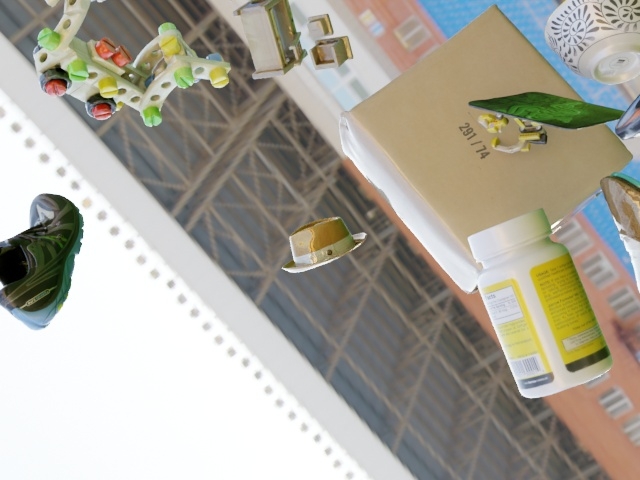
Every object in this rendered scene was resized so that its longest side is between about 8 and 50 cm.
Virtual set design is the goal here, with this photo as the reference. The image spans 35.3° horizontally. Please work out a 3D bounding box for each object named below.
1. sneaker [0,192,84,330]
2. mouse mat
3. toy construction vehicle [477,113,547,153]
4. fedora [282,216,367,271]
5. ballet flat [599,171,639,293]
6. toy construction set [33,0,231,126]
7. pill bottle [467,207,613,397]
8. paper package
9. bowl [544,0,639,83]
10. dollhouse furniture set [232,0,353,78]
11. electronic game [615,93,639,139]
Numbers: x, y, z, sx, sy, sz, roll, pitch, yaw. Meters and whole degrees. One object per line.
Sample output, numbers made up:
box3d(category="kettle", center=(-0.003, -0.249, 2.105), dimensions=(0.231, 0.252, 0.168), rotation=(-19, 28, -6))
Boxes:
box3d(category="sneaker", center=(-0.293, 0.008, 1.035), dimensions=(0.078, 0.067, 0.188), rotation=(34, -150, -29))
box3d(category="mouse mat", center=(0.298, -0.169, 1.292), dimensions=(0.152, 0.007, 0.189), rotation=(20, -155, 35))
box3d(category="toy construction vehicle", center=(0.273, -0.152, 1.397), dimensions=(0.086, 0.098, 0.035), rotation=(35, -122, -54))
box3d(category="fedora", center=(0.000, 0.000, 2.127), dimensions=(0.079, 0.194, 0.194), rotation=(68, -162, -8))
box3d(category="ballet flat", center=(0.488, 0.046, 1.287), dimensions=(0.342, 0.124, 0.116), rotation=(32, -179, 5))
box3d(category="toy construction set", center=(-0.316, -0.297, 1.565), dimensions=(0.327, 0.215, 0.151), rotation=(39, -151, -43))
box3d(category="pill bottle", center=(0.263, 0.074, 1.223), dimensions=(0.119, 0.119, 0.209), rotation=(-12, -100, -69))
box3d(category="paper package", center=(0.245, -0.136, 1.537), dimensions=(0.325, 0.309, 0.168), rotation=(51, 171, 11))
box3d(category="bowl", center=(0.392, -0.263, 1.350), dimensions=(0.170, 0.170, 0.080), rotation=(32, -134, -47))
box3d(category="dollhouse furniture set", center=(-0.039, -0.358, 1.542), dimensions=(0.101, 0.160, 0.182), rotation=(-51, -49, -51))
box3d(category="electronic game", center=(0.424, -0.203, 1.152), dimensions=(0.048, 0.229, 0.229), rotation=(43, -160, 2))
